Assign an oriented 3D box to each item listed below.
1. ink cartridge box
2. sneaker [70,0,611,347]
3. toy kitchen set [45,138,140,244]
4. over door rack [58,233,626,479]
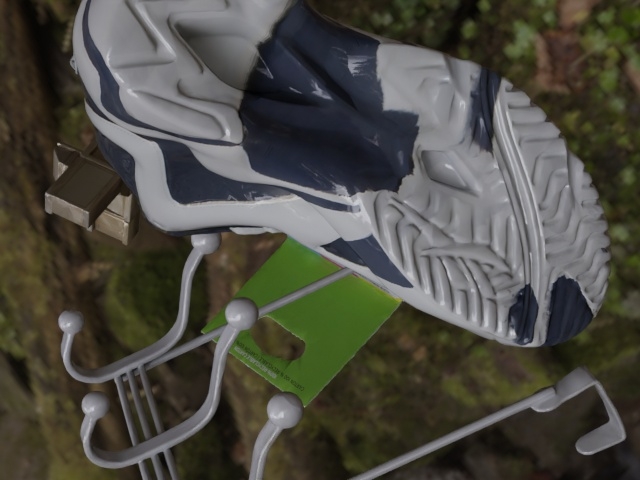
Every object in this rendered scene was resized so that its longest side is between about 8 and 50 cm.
[{"bbox_3d":[0.000,0.000,1.349,0.189,0.255,0.097,30,164,48],"label":"ink cartridge box"},{"bbox_3d":[-0.003,-0.032,0.603,0.235,0.094,0.153,23,172,-20],"label":"sneaker"},{"bbox_3d":[-0.167,-0.027,0.993,0.068,0.075,0.083,24,137,11],"label":"toy kitchen set"},{"bbox_3d":[-0.002,0.072,0.963,0.239,0.324,0.108,-120,18,-58],"label":"over door rack"}]
